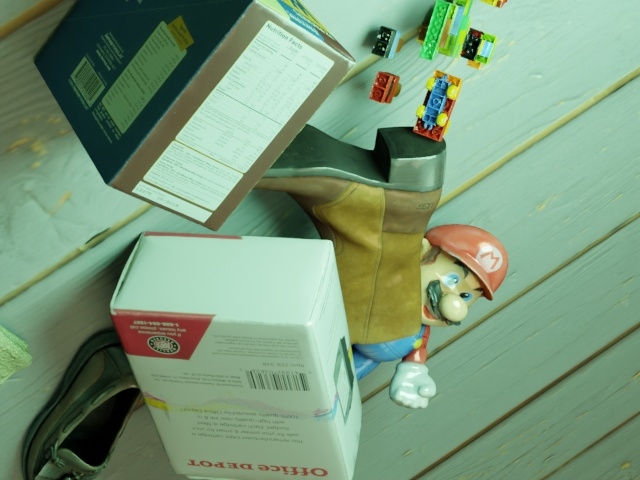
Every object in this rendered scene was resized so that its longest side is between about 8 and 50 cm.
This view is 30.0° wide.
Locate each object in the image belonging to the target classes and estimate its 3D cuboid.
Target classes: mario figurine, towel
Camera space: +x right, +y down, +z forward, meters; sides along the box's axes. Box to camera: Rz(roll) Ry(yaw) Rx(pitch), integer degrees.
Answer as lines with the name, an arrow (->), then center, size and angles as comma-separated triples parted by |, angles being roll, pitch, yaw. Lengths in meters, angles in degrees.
mario figurine -> 0.101, 0.104, 1.500 | 0.320, 0.170, 0.198 | -38, 156, 8
towel -> -0.379, 0.127, 1.273 | 0.110, 0.027, 0.148 | -35, 151, -3

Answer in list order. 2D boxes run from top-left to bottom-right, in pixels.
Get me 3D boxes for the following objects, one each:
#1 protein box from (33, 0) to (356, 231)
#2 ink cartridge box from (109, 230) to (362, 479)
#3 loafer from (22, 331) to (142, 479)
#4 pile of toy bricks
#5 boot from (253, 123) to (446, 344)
protein box -> -0.117, -0.159, 1.063 | 0.201, 0.200, 0.136 | -49, 139, 14
ink cartridge box -> -0.083, 0.139, 1.351 | 0.226, 0.131, 0.306 | 2, 138, 12
loafer -> -0.281, 0.231, 1.415 | 0.096, 0.084, 0.267 | 5, 125, -37
pile of toy bricks -> 0.138, -0.221, 1.285 | 0.105, 0.118, 0.212 | -12, 125, -67
boot -> 0.000, 0.000, 1.347 | 0.264, 0.096, 0.280 | -5, 130, -14
